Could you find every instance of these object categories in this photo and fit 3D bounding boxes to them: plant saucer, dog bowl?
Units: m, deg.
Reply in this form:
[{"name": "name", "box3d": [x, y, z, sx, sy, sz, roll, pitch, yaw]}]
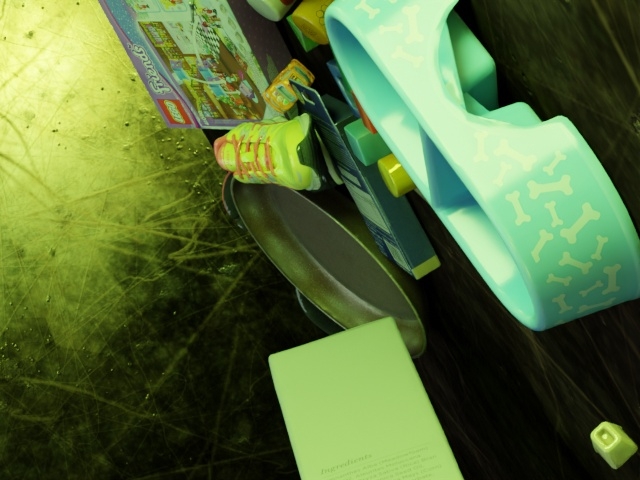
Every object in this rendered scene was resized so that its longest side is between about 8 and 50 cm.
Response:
[{"name": "plant saucer", "box3d": [0.021, 0.018, 1.875, 0.311, 0.050, 0.310, 38, 160, 16]}, {"name": "dog bowl", "box3d": [0.100, -0.066, 1.033, 0.297, 0.074, 0.166, 57, 174, 24]}]

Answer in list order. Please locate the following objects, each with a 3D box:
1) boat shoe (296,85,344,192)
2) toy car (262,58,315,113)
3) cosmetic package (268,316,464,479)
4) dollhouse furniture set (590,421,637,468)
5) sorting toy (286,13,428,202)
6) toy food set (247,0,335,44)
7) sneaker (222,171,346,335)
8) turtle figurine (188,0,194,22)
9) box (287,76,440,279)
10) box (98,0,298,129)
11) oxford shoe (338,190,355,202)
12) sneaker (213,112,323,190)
[{"name": "boat shoe", "box3d": [-0.011, -0.117, 1.722, 0.049, 0.042, 0.133, 20, -128, -66]}, {"name": "toy car", "box3d": [-0.050, -0.198, 1.672, 0.122, 0.060, 0.040, 60, 171, -11]}, {"name": "cosmetic package", "box3d": [0.080, 0.303, 1.677, 0.453, 0.162, 0.230, -112, 3, -60]}, {"name": "dollhouse furniture set", "box3d": [0.239, 0.139, 0.943, 0.081, 0.091, 0.114, 43, -175, -48]}, {"name": "sorting toy", "box3d": [0.051, -0.104, 1.366, 0.196, 0.047, 0.347, 62, 173, -32]}, {"name": "toy food set", "box3d": [-0.052, -0.276, 1.288, 0.232, 0.104, 0.111, 42, 167, -23]}, {"name": "sneaker", "box3d": [0.000, -0.001, 2.183, 0.314, 0.116, 0.136, 52, -154, -7]}, {"name": "turtle figurine", "box3d": [-0.156, -0.341, 1.543, 0.175, 0.118, 0.234, 28, 145, 23]}, {"name": "box", "box3d": [0.044, -0.074, 1.625, 0.225, 0.036, 0.136, 60, 174, -18]}, {"name": "box", "box3d": [-0.150, -0.254, 1.767, 0.201, 0.057, 0.293, 5, 135, 38]}, {"name": "oxford shoe", "box3d": [0.009, -0.025, 2.004, 0.076, 0.076, 0.212, 55, 174, -18]}, {"name": "sneaker", "box3d": [-0.059, -0.089, 1.659, 0.208, 0.094, 0.081, -168, 70, -73]}]
